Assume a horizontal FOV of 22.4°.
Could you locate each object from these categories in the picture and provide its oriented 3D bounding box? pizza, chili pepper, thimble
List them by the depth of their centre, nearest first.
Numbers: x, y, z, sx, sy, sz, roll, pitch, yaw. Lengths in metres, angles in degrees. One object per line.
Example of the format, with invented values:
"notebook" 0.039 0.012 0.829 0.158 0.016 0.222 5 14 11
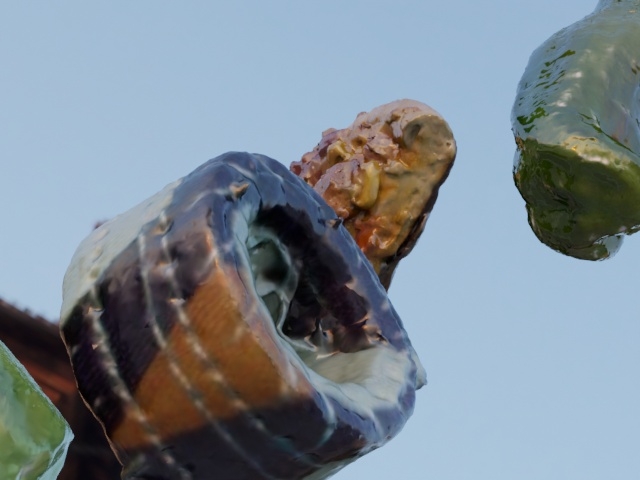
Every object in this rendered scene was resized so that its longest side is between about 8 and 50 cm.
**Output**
"chili pepper" 0.123 -0.061 0.636 0.073 0.204 0.072 10 -54 23
"thimble" -0.045 0.066 1.063 0.150 0.237 0.237 -31 -62 24
"pizza" 0.000 0.000 1.612 0.114 0.277 0.409 28 -31 -17

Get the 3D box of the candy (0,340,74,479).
"candy" -0.299 0.045 0.991 0.343 0.142 0.132 49 -2 8
